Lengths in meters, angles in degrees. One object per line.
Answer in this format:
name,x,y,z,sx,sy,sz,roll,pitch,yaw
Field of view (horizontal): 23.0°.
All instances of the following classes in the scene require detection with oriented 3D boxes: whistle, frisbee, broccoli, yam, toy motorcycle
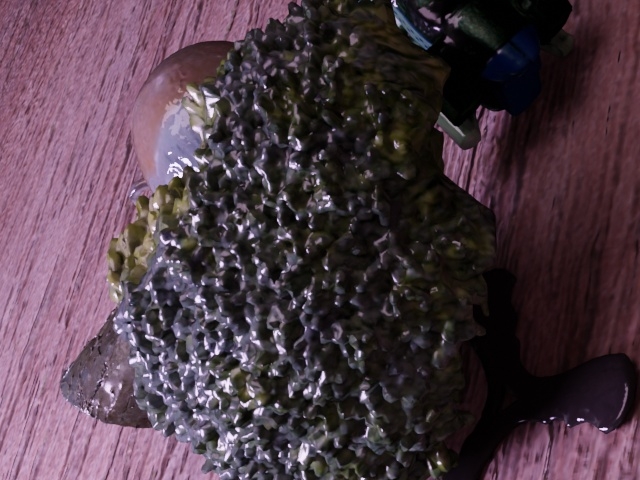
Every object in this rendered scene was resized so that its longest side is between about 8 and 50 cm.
whistle,-0.027,-0.117,1.352,0.348,0.189,0.189,-34,37,16
frisbee,0.119,0.122,1.065,0.187,0.012,0.211,-60,30,1
broccoli,-0.020,0.007,1.062,0.302,0.249,0.375,-99,5,-60
yam,-0.143,0.085,1.401,0.183,0.107,0.107,-55,30,15
toy motorcycle,0.040,-0.222,1.194,0.125,0.331,0.196,-45,-12,-7
